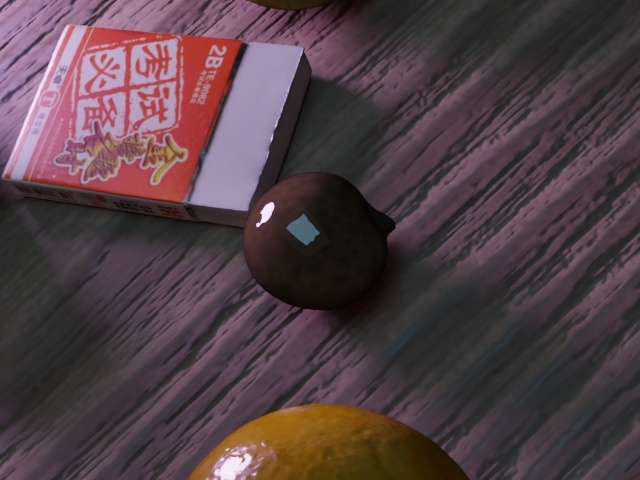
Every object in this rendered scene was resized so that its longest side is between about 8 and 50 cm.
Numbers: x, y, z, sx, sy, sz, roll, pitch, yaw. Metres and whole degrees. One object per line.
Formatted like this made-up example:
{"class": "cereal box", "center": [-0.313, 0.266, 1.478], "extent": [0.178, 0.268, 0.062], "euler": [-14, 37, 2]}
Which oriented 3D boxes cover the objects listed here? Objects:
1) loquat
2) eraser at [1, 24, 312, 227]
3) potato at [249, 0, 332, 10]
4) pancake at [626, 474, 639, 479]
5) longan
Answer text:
{"class": "loquat", "center": [0.003, 0.203, 0.784], "extent": [0.208, 0.208, 0.208], "euler": [-7, 61, 13]}
{"class": "eraser", "center": [-0.134, -0.098, 1.078], "extent": [0.230, 0.038, 0.157], "euler": [8, 66, 21]}
{"class": "potato", "center": [-0.051, -0.293, 1.095], "extent": [0.169, 0.143, 0.248], "euler": [-42, 59, 5]}
{"class": "pancake", "center": [0.223, 0.247, 0.782], "extent": [0.242, 0.050, 0.242], "euler": [-7, 60, 13]}
{"class": "longan", "center": [0.000, 0.000, 0.955], "extent": [0.113, 0.092, 0.113], "euler": [-3, 53, 4]}
